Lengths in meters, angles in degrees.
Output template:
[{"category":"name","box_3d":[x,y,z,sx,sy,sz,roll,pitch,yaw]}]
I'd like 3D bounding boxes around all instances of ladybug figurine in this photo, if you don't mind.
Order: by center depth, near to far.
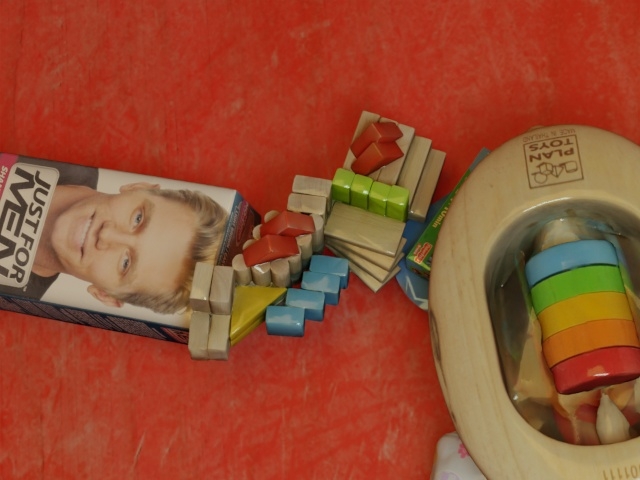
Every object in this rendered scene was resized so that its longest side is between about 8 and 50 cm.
[{"category":"ladybug figurine","box_3d":[0.266,0.093,1.766,0.305,0.162,0.449,-10,66,9]}]

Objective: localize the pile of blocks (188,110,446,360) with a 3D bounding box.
[{"category":"pile of blocks","box_3d":[0.000,0.000,1.896,0.149,0.113,0.362,41,75,15]}]

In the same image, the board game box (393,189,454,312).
[{"category":"board game box","box_3d":[0.162,0.016,1.961,0.168,0.033,0.133,-34,69,-10]}]

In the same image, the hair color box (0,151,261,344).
[{"category":"hair color box","box_3d":[-0.261,0.008,2.047,0.347,0.105,0.174,9,75,18]}]

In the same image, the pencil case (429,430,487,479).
[{"category":"pencil case","box_3d":[0.142,0.337,1.817,0.124,0.113,0.273,4,71,47]}]

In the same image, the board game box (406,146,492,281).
[{"category":"board game box","box_3d":[0.224,0.016,1.917,0.211,0.039,0.160,31,73,14]}]
